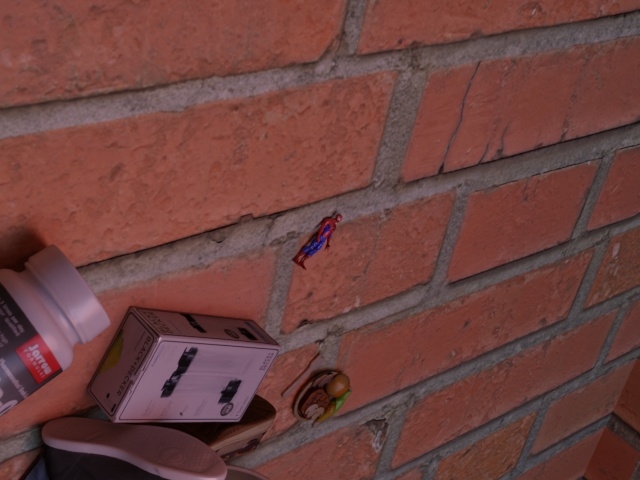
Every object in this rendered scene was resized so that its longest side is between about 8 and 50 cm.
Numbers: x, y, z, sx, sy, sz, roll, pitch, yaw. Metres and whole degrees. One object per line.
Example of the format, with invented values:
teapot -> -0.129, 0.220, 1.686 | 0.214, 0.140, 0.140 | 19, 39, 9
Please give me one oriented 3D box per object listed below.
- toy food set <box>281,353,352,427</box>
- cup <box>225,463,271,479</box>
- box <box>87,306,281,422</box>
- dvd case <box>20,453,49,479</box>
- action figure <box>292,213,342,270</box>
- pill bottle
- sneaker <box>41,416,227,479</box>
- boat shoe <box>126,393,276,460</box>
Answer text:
toy food set -> 0.004, 0.314, 2.062 | 0.132, 0.038, 0.192 | -46, 144, -6
cup -> -0.196, 0.599, 1.911 | 0.331, 0.331, 0.237 | -35, 169, -20
box -> -0.218, 0.209, 1.691 | 0.290, 0.087, 0.169 | 10, 114, -51
dvd case -> -0.452, 0.469, 1.679 | 0.164, 0.018, 0.221 | 36, 94, -31
action figure -> 0.000, 0.000, 1.790 | 0.115, 0.030, 0.038 | -54, 139, 1
pill bottle -> -0.428, 0.140, 1.341 | 0.283, 0.161, 0.161 | -37, 142, -18
sneaker -> -0.292, 0.374, 1.606 | 0.104, 0.295, 0.147 | -64, 162, -68
boat shoe -> -0.223, 0.360, 1.799 | 0.342, 0.123, 0.123 | -9, 127, -50
